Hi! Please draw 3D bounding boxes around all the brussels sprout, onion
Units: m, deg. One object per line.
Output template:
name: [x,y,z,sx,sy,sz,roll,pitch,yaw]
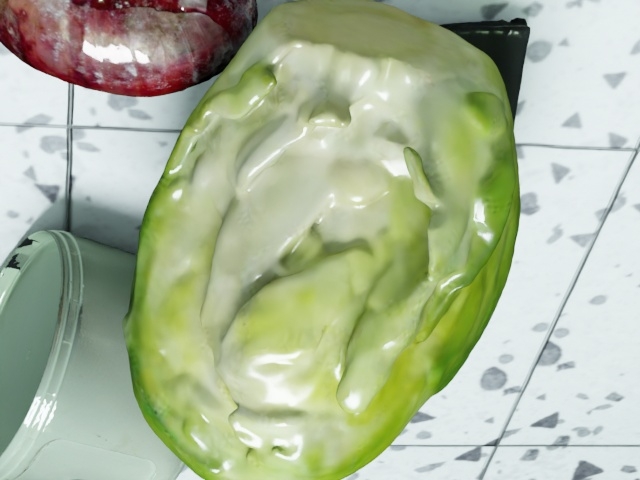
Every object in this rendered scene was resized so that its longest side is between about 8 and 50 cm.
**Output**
brussels sprout: [0.000,0.000,1.045,0.276,0.315,0.371,26,114,13]
onion: [-0.147,-0.152,1.011,0.206,0.098,0.151,-1,139,-8]

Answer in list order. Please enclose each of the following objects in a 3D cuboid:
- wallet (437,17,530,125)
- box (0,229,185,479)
wallet: [0.095,-0.078,1.190,0.146,0.030,0.285,-6,140,-3]
box: [-0.210,0.116,1.223,0.149,0.226,0.226,20,134,-29]
